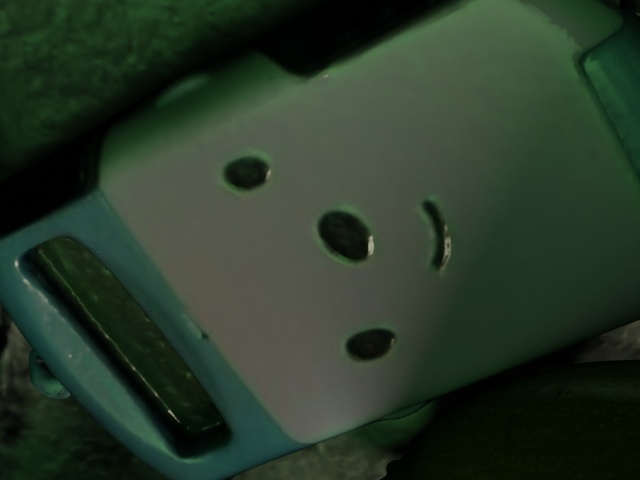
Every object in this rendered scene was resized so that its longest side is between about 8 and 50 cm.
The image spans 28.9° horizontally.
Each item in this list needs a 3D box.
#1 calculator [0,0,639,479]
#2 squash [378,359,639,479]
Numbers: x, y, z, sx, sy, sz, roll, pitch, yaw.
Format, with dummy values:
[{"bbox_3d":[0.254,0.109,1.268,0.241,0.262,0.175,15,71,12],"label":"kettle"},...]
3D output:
[{"bbox_3d":[0.000,0.000,0.482,0.293,0.051,0.173,-25,117,21],"label":"calculator"},{"bbox_3d":[0.149,0.086,0.402,0.107,0.107,0.395,44,150,-19],"label":"squash"}]
